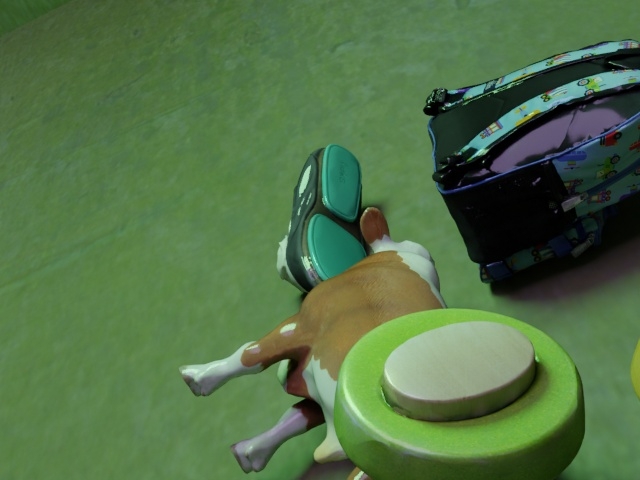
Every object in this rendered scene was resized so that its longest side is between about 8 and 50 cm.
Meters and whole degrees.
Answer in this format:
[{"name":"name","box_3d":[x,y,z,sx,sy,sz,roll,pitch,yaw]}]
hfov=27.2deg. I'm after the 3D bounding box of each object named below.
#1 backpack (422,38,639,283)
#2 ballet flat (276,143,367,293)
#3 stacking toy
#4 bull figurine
[{"name":"backpack","box_3d":[0.172,-0.065,0.951,0.173,0.117,0.158,-23,26,12]},{"name":"ballet flat","box_3d":[0.000,0.000,1.072,0.074,0.074,0.203,-20,33,16]},{"name":"stacking toy","box_3d":[0.140,0.074,0.605,0.279,0.130,0.309,1,32,4]},{"name":"bull figurine","box_3d":[0.026,0.091,0.829,0.188,0.101,0.310,-32,25,-4]}]
